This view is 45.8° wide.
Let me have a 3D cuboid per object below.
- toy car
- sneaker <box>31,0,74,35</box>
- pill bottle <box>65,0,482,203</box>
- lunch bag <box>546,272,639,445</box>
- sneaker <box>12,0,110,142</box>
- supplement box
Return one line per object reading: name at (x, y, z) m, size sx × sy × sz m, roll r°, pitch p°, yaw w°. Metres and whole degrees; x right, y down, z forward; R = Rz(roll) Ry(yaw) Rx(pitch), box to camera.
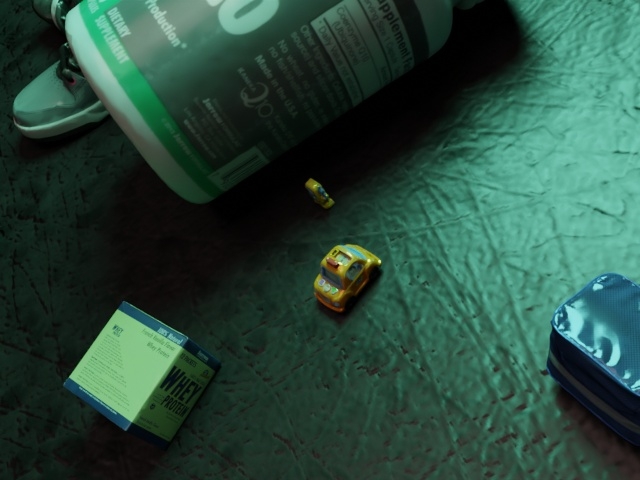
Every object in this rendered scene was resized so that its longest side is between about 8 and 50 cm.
toy car at (0.000, 0.000, 0.627) m, size 0.060 × 0.040 × 0.122 m, roll -36°, pitch 53°, yaw 1°
sneaker at (-0.289, -0.363, 0.966) m, size 0.106 × 0.078 × 0.234 m, roll 21°, pitch 73°, yaw 31°
pill bottle at (-0.017, -0.208, 0.663) m, size 0.361 × 0.204 × 0.204 m, roll -34°, pitch 52°, yaw 2°
lunch bag at (0.195, 0.078, 0.474) m, size 0.067 × 0.065 × 0.098 m, roll -32°, pitch 49°, yaw -16°
sneaker at (-0.242, -0.238, 0.801) m, size 0.296 × 0.178 × 0.123 m, roll -34°, pitch 52°, yaw 2°
supplement box at (-0.144, 0.109, 0.616) m, size 0.083 × 0.056 × 0.083 m, roll 22°, pitch 72°, yaw 34°
